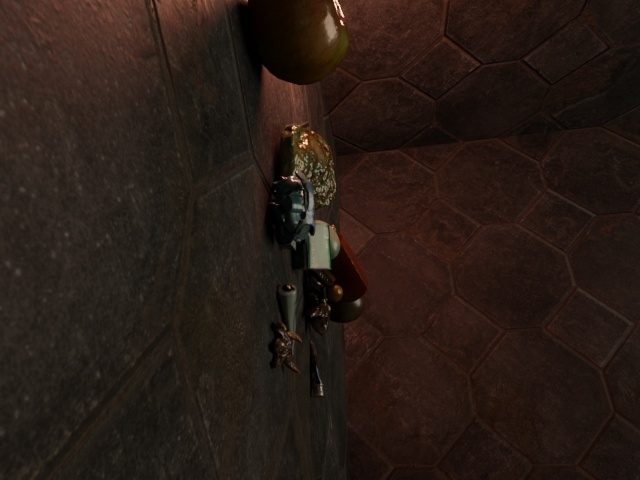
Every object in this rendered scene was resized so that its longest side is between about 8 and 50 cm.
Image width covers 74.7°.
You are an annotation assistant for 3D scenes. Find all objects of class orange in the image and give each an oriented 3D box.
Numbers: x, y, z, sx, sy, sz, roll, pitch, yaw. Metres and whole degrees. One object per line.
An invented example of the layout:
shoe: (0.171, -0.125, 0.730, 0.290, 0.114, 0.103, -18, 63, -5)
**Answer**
orange: (0.067, 0.252, 2.011, 0.095, 0.085, 0.085, 44, 41, -67)

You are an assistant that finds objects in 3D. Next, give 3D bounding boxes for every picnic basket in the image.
picnic basket: (-0.002, 0.146, 2.082, 0.193, 0.055, 0.110, 47, 6, 7)

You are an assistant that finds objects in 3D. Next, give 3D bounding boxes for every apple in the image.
apple: (-0.089, -0.758, 1.491, 0.400, 0.334, 0.400, 56, 21, -34)

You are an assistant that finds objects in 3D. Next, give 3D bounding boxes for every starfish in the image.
starfish: (-0.120, 0.371, 1.454, 0.238, 0.071, 0.215, -29, 119, -70)

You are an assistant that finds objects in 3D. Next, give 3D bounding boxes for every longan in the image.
longan: (0.131, 0.342, 2.493, 0.297, 0.298, 0.297, -5, 90, -82)

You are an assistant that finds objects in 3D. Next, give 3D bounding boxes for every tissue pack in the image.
tissue pack: (-0.056, 0.032, 1.883, 0.148, 0.156, 0.208, 5, 79, -45)

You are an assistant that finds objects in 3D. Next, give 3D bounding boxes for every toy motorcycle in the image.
toy motorcycle: (-0.101, -0.114, 1.480, 0.154, 0.206, 0.259, 2, 81, -43)

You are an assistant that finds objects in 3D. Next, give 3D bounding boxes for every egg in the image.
egg: (0.000, 0.000, 2.035, 0.231, 0.168, 0.168, 49, -12, 29)

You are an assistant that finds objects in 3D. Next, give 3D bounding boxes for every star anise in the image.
star anise: (-0.015, 0.310, 2.053, 0.315, 0.108, 0.315, -5, 90, -83)

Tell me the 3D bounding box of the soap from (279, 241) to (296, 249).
soap: (-0.131, -0.039, 1.629, 0.100, 0.056, 0.148, 55, 31, -74)

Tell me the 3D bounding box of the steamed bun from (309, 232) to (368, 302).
steamed bun: (0.076, 0.156, 2.250, 0.379, 0.248, 0.235, 59, 13, -10)

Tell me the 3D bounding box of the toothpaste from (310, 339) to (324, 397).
toothpaste: (-0.024, 0.620, 2.033, 0.096, 0.061, 0.265, 69, 11, -59)

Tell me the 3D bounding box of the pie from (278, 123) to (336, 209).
pie: (-0.068, -0.300, 1.786, 0.418, 0.181, 0.394, -18, 103, -69)

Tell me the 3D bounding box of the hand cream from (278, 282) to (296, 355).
hand cream: (-0.111, 0.295, 1.603, 0.109, 0.067, 0.320, -86, 173, -54)

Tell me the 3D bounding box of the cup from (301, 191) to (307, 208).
cup: (-0.068, -0.125, 1.607, 0.104, 0.074, 0.116, -47, 152, -53)

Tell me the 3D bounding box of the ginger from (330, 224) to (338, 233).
ginger: (0.077, 0.080, 2.686, 0.274, 0.153, 0.357, -81, 165, -61)
